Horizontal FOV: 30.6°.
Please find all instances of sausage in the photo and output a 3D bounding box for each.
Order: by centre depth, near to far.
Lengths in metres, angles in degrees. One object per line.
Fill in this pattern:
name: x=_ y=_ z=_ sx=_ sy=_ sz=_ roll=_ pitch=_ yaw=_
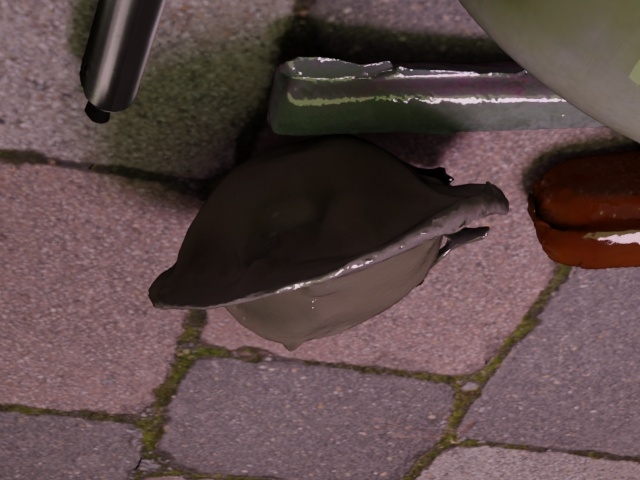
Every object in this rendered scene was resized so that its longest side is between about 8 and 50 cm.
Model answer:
sausage: x=0.342 y=-0.031 z=0.980 sx=0.330 sy=0.102 sz=0.102 roll=-7 pitch=141 yaw=9

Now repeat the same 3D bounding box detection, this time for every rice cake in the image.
rice cake: x=0.104 y=-0.120 z=0.890 sx=0.290 sy=0.051 sz=0.081 roll=-3 pitch=138 yaw=-5

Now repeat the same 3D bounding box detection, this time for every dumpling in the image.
dumpling: x=-0.003 y=-0.014 z=0.903 sx=0.292 sy=0.163 sz=0.204 roll=-16 pitch=160 yaw=7

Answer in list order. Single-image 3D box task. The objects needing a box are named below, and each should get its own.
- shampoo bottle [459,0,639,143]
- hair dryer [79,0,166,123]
shampoo bottle: x=0.224 y=-0.220 z=0.566 sx=0.322 sy=0.322 sz=0.317 roll=15 pitch=127 yaw=-23
hair dryer: x=-0.171 y=-0.164 z=0.737 sx=0.320 sy=0.156 sz=0.284 roll=8 pitch=129 yaw=-28
